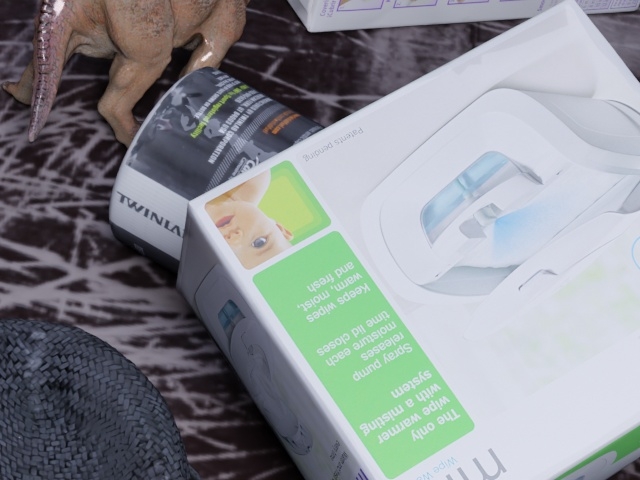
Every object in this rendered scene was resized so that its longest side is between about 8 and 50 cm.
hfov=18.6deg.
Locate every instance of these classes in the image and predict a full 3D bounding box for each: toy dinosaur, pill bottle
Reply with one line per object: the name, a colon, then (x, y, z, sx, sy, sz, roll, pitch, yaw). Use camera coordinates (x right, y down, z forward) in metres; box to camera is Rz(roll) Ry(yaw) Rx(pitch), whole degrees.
toy dinosaur: (-0.114, -0.180, 1.339, 0.127, 0.200, 0.296, 38, 43, 22)
pill bottle: (0.000, 0.000, 1.229, 0.246, 0.130, 0.130, 29, 40, 13)

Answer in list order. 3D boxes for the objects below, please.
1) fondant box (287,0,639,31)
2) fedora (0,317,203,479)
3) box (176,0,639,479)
fondant box: (0.093, -0.290, 1.637, 0.330, 0.096, 0.238, -8, 46, -28)
fedora: (-0.155, 0.154, 0.969, 0.334, 0.152, 0.334, 11, 39, -9)
box: (0.091, 0.035, 1.082, 0.262, 0.126, 0.231, -28, 71, -18)
